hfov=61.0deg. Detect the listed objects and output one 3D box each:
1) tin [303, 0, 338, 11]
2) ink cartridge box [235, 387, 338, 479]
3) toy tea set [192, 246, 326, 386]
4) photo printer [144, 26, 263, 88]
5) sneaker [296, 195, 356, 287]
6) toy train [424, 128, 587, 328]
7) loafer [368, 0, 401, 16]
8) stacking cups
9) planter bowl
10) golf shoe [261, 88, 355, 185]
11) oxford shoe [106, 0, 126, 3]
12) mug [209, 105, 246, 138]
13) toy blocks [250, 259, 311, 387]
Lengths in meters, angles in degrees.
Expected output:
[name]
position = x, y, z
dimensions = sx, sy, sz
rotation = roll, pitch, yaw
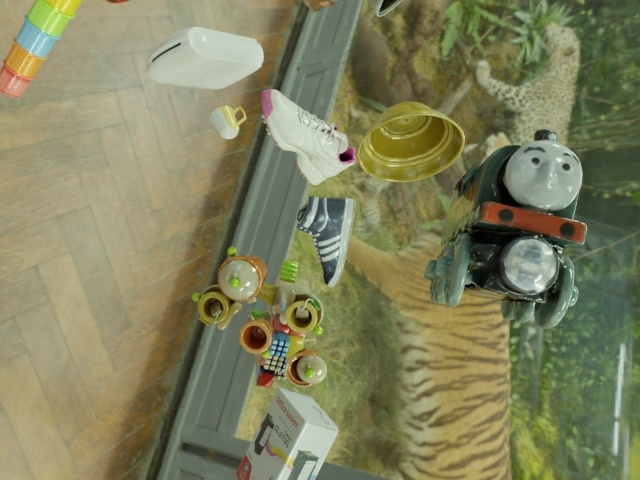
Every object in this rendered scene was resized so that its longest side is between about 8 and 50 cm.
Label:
[tin]
position = -0.020, -0.370, 0.637
dimensions = 0.106, 0.040, 0.190
rotation = -46, 121, -68
[ink cartridge box]
position = -0.060, 0.361, 0.926
dimensions = 0.072, 0.127, 0.175
rotation = 26, 89, -28
[toy tea set]
position = -0.114, 0.171, 1.143
dimensions = 0.200, 0.336, 0.124
rotation = -56, 177, 13
[photo printer]
position = -0.370, -0.562, 1.694
dimensions = 0.307, 0.255, 0.107
rotation = -11, 90, -51
[sneaker]
position = 0.000, 0.000, 1.518
dimensions = 0.099, 0.153, 0.282
rotation = -90, -170, -59
[toy train]
position = 0.207, -0.007, 0.636
dimensions = 0.334, 0.142, 0.190
rotation = 39, 63, -81
[loafer]
position = 0.245, -0.700, 1.388
dimensions = 0.112, 0.319, 0.112
rotation = 2, 70, -38
[stacking cups]
position = -0.666, -0.481, 1.278
dimensions = 0.096, 0.316, 0.096
rotation = 37, 22, -18
[planter bowl]
position = 0.179, -0.219, 1.117
dimensions = 0.217, 0.217, 0.091
rotation = 34, 44, -48
[golf shoe]
position = -0.022, -0.240, 1.201
dimensions = 0.306, 0.140, 0.115
rotation = 43, 38, -56
[oxford shoe]
position = -0.495, -0.757, 1.536
dimensions = 0.271, 0.097, 0.098
rotation = -21, 69, -20
[mug]
position = -0.222, -0.283, 1.303
dimensions = 0.062, 0.078, 0.064
rotation = -4, 56, -46
[toy blocks]
position = -0.113, 0.289, 1.627
dimensions = 0.190, 0.261, 0.382
rotation = 14, 110, -13
